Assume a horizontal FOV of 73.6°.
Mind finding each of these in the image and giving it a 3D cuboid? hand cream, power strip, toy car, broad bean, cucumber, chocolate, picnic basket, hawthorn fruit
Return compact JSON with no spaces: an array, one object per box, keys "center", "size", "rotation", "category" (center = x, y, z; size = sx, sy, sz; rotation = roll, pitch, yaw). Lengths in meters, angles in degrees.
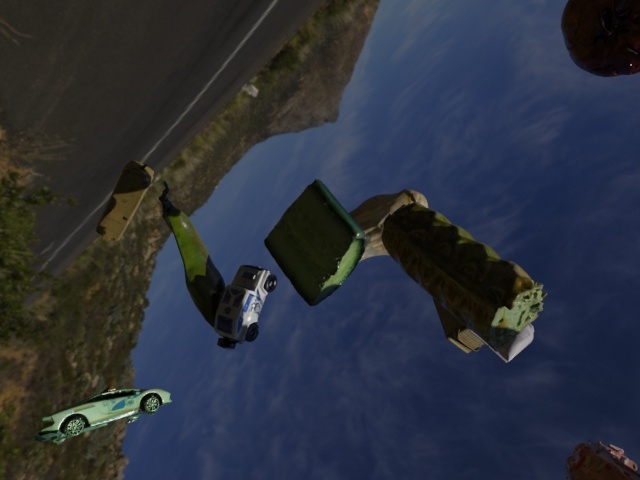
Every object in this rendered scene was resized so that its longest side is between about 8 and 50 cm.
[{"center":[0.358,0.185,0.818],"size":[0.142,0.053,0.084],"rotation":[-10,-143,-35],"category":"hand cream"},{"center":[-0.467,-0.091,1.020],"size":[0.305,0.064,0.044],"rotation":[-42,-151,39],"category":"power strip"},{"center":[-0.318,0.251,0.637],"size":[0.186,0.058,0.093],"rotation":[-1,155,-45],"category":"toy car"},{"center":[-0.262,0.041,0.887],"size":[0.067,0.325,0.075],"rotation":[-25,180,9],"category":"broad bean"},{"center":[0.000,0.000,0.536],"size":[0.116,0.115,0.062],"rotation":[-48,162,26],"category":"cucumber"},{"center":[0.092,-0.014,0.944],"size":[0.309,0.134,0.134],"rotation":[-24,-154,16],"category":"chocolate"},{"center":[0.384,0.210,1.163],"size":[0.079,0.115,0.164],"rotation":[-39,-145,26],"category":"picnic basket"},{"center":[0.418,-0.304,0.587],"size":[0.172,0.148,0.148],"rotation":[-34,-170,-40],"category":"hawthorn fruit"},{"center":[-0.155,0.128,0.838],"size":[0.080,0.070,0.170],"rotation":[12,-107,30],"category":"toy car"}]

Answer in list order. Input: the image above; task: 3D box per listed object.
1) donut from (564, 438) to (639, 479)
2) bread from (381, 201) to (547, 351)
[{"center":[0.372,0.307,0.529],"size":[0.065,0.117,0.166],"rotation":[-66,-163,3],"category":"donut"},{"center":[0.179,0.030,0.602],"size":[0.087,0.098,0.269],"rotation":[-11,-146,-24],"category":"bread"}]
